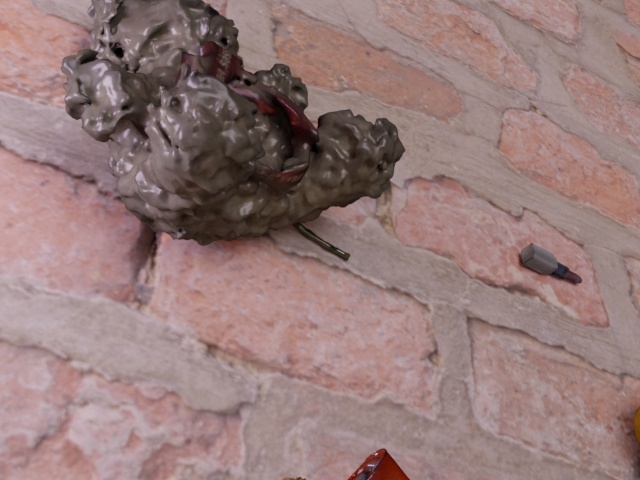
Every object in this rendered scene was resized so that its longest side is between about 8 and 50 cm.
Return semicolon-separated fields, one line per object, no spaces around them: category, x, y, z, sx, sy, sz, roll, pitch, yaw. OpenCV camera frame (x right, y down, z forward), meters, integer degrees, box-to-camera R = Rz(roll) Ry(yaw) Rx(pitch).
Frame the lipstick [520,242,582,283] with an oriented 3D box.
lipstick;0.328;0.038;1.280;0.107;0.025;0.025;24;46;-26

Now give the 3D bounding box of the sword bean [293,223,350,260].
sword bean;0.000;0.000;1.086;0.083;0.012;0.012;32;44;-12

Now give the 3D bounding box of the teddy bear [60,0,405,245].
teddy bear;-0.132;-0.168;0.990;0.357;0.224;0.367;-1;54;-52

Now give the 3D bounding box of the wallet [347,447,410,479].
wallet;0.073;0.299;0.775;0.204;0.045;0.142;52;52;-6

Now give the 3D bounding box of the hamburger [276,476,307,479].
hamburger;-0.030;0.282;0.793;0.138;0.083;0.147;-3;62;-43

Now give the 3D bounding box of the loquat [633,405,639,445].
loquat;0.465;0.249;1.158;0.137;0.113;0.137;46;25;-29
